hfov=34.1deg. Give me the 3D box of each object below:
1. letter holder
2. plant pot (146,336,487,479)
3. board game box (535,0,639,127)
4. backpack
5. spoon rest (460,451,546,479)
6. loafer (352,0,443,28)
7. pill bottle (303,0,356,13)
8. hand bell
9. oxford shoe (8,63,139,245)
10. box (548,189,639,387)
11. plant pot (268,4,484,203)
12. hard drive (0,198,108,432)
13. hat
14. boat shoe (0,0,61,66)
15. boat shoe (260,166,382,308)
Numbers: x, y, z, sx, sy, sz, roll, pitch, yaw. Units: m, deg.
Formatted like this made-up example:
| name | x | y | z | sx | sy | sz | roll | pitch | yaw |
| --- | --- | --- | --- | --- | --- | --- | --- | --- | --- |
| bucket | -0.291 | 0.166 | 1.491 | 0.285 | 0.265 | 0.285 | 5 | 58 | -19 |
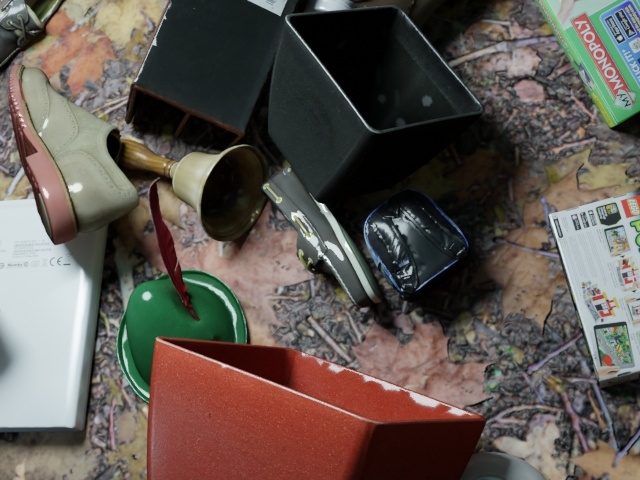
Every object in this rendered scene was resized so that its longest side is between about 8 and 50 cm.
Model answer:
| name | x | y | z | sx | sy | sz | roll | pitch | yaw |
| --- | --- | --- | --- | --- | --- | --- | --- | --- | --- |
| letter holder | -0.134 | -0.280 | 1.390 | 0.152 | 0.214 | 0.301 | 23 | 77 | -11 |
| plant pot | -0.024 | 0.254 | 1.080 | 0.267 | 0.267 | 0.235 | 16 | 91 | 32 |
| board game box | 0.365 | -0.325 | 1.253 | 0.214 | 0.046 | 0.317 | -29 | 88 | 3 |
| backpack | 0.110 | 0.006 | 1.236 | 0.105 | 0.084 | 0.114 | -36 | 70 | -1 |
| spoon rest | 0.162 | 0.354 | 1.106 | 0.137 | 0.084 | 0.276 | 15 | 61 | 18 |
| loafer | 0.186 | -0.389 | 1.365 | 0.366 | 0.130 | 0.134 | -37 | 30 | -10 |
| pill bottle | 0.031 | -0.360 | 1.395 | 0.087 | 0.087 | 0.160 | 12 | 74 | 19 |
| hand bell | -0.197 | -0.094 | 1.363 | 0.242 | 0.126 | 0.126 | 22 | 76 | 34 |
| oxford shoe | -0.331 | -0.125 | 1.383 | 0.130 | 0.123 | 0.348 | -15 | 47 | -17 |
| box | 0.341 | 0.053 | 1.184 | 0.114 | 0.036 | 0.206 | -15 | 67 | 9 |
| plant pot | 0.044 | -0.152 | 1.247 | 0.188 | 0.167 | 0.187 | -16 | 61 | -38 |
| hard drive | -0.388 | 0.094 | 1.359 | 0.203 | 0.040 | 0.307 | -3 | 69 | 14 |
| hat | -0.199 | 0.082 | 1.234 | 0.173 | 0.183 | 0.208 | -26 | 65 | 4 |
| boat shoe | -0.434 | -0.327 | 1.510 | 0.073 | 0.080 | 0.223 | 23 | 72 | 27 |
| boat shoe | 0.000 | 0.000 | 1.275 | 0.069 | 0.081 | 0.227 | -33 | 58 | 4 |
